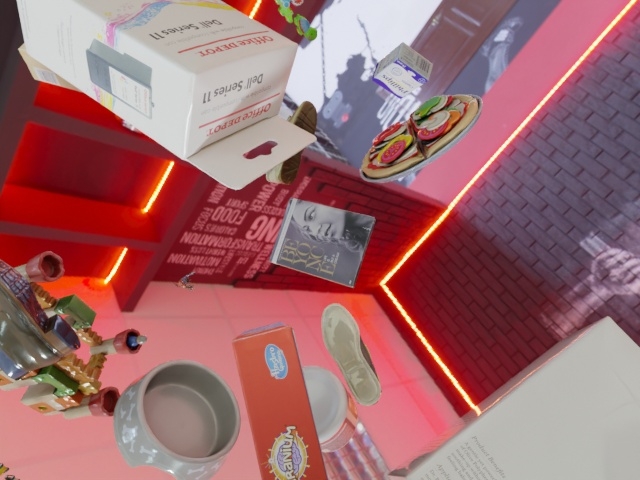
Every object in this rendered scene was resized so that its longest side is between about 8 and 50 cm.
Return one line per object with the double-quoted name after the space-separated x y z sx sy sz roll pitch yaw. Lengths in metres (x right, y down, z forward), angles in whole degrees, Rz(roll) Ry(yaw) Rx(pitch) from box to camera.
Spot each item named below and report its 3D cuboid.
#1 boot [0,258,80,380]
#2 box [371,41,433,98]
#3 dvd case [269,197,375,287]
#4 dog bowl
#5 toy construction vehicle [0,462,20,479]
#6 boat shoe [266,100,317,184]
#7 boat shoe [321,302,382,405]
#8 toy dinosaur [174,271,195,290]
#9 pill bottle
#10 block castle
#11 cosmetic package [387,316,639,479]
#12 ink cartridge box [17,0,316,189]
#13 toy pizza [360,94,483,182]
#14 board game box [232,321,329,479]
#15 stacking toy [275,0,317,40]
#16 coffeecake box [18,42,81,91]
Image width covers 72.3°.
-0.492 0.121 0.678 0.219 0.106 0.082 59 169 -21 "boot"
0.254 -0.527 1.373 0.126 0.137 0.072 25 -109 -23 "box"
0.000 0.000 1.013 0.221 0.164 0.018 15 173 25 "dvd case"
-0.376 0.485 1.211 0.349 0.102 0.348 34 -155 -18 "dog bowl"
-0.794 0.583 1.076 0.035 0.098 0.085 -72 -33 -50 "toy construction vehicle"
-0.051 -0.169 0.753 0.048 0.152 0.056 12 172 39 "boat shoe"
0.095 0.351 1.359 0.324 0.117 0.096 63 180 26 "boat shoe"
-0.363 0.118 1.158 0.082 0.090 0.047 30 -139 -76 "toy dinosaur"
0.002 0.527 1.338 0.210 0.210 0.363 53 171 31 "pill bottle"
-0.712 0.283 1.239 0.303 0.213 0.453 -91 -18 -48 "block castle"
0.300 0.291 0.587 0.366 0.155 0.197 -28 -113 -15 "cosmetic package"
-0.177 -0.233 0.570 0.354 0.119 0.207 34 -137 11 "ink cartridge box"
0.139 -0.158 0.647 0.032 0.201 0.201 51 -162 -22 "toy pizza"
-0.036 0.263 0.539 0.242 0.064 0.316 124 132 -78 "board game box"
-0.067 -0.482 0.779 0.221 0.052 0.167 63 -179 -44 "stacking toy"
-0.422 -0.363 0.808 0.143 0.068 0.185 15 -121 1 "coffeecake box"
